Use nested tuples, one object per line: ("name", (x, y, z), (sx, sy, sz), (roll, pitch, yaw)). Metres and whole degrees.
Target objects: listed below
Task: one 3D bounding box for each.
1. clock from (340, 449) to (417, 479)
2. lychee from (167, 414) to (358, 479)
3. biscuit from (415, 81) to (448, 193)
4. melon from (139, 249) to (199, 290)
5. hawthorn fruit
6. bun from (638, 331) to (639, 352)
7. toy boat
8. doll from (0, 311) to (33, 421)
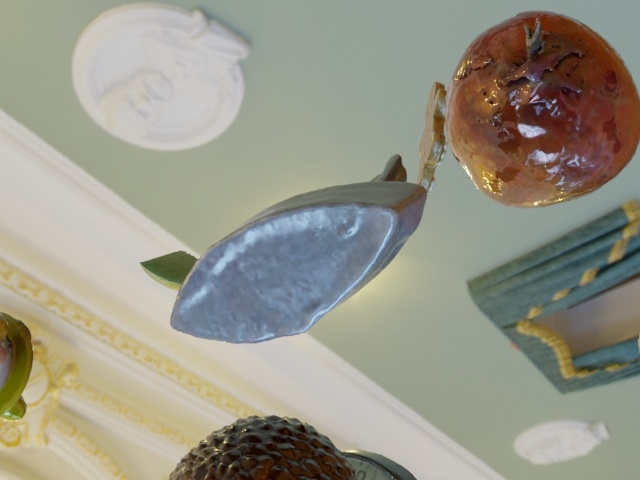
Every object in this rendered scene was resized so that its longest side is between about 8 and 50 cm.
("clock", (0.040, 0.501, 1.173), (0.067, 0.325, 0.325), (31, -141, -54))
("lychee", (-0.071, 0.323, 0.843), (0.260, 0.260, 0.260), (44, -150, -34))
("biscuit", (0.214, -0.205, 1.373), (0.035, 0.158, 0.240), (14, -127, -2))
("melon", (-0.277, 0.072, 1.605), (0.114, 0.262, 0.053), (-43, -49, -40))
("hawthorn fruit", (0.296, -0.199, 1.013), (0.307, 0.276, 0.276), (43, -152, -58))
("bun", (0.595, 0.155, 1.169), (0.102, 0.183, 0.183), (10, -125, -53))
("toy boat", (-0.020, 0.013, 0.740), (0.111, 0.276, 0.293), (60, -173, -3))
("doll", (-0.252, 0.053, 0.469), (0.241, 0.135, 0.098), (86, -159, -57))
